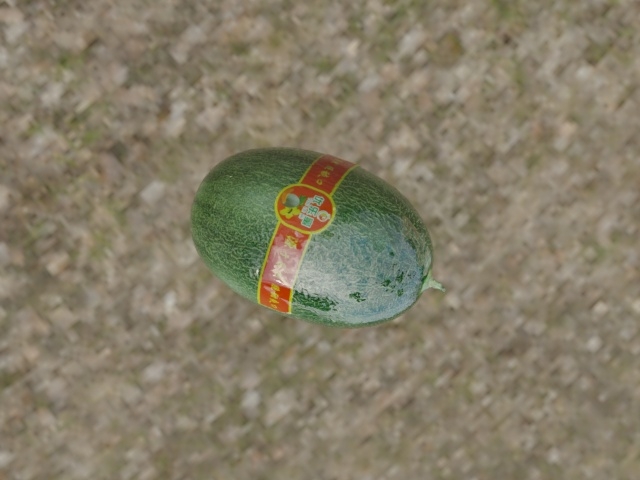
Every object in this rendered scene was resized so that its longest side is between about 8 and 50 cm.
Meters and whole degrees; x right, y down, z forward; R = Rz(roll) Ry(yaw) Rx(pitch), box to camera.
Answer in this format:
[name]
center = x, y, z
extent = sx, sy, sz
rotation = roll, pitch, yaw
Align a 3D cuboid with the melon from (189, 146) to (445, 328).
[melon]
center = 0.000, 0.000, 1.734
extent = 0.182, 0.287, 0.182
rotation = 18, 90, -80
